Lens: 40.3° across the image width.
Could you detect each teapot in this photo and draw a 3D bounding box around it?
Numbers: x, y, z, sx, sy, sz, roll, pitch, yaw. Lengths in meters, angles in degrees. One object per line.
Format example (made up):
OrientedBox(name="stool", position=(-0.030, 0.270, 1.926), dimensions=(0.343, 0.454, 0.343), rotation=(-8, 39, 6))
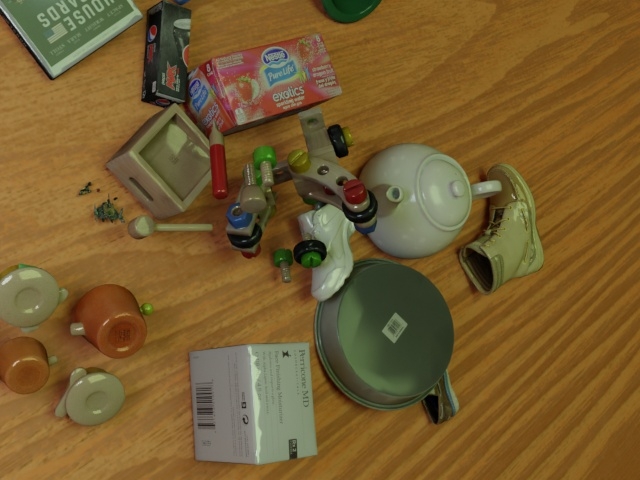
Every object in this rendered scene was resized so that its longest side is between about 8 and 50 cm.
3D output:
OrientedBox(name="teapot", position=(0.212, -0.086, 1.719), dimensions=(0.252, 0.187, 0.256), rotation=(45, 55, -24))

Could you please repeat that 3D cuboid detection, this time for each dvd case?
OrientedBox(name="dvd case", position=(-0.411, -0.392, 1.327), dimensions=(0.179, 0.030, 0.238), rotation=(-40, 108, -17))

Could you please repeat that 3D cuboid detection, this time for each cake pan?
OrientedBox(name="cake pan", position=(0.131, 0.170, 1.640), dimensions=(0.293, 0.054, 0.293), rotation=(7, 72, -24))

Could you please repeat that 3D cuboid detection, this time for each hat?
OrientedBox(name="hat", position=(0.028, -0.574, 1.775), dimensions=(0.173, 0.183, 0.208), rotation=(-12, 131, -34))

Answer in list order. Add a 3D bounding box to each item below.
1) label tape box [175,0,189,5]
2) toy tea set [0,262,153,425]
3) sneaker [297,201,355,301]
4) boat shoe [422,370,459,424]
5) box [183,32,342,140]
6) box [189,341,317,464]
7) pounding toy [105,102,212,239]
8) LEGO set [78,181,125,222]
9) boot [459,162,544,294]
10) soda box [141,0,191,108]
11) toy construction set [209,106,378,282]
OrientedBox(name="label tape box", position=(-0.233, -0.613, 1.490), dimensions=(0.241, 0.106, 0.333), rotation=(37, 65, -29))
OrientedBox(name="toy tea set", position=(-0.402, 0.122, 1.234), dimensions=(0.336, 0.124, 0.200), rotation=(31, 92, -35))
OrientedBox(name="sneaker", position=(0.000, 0.000, 1.600), dimensions=(0.115, 0.090, 0.232), rotation=(27, 55, -26))
OrientedBox(name="boat shoe", position=(0.216, 0.281, 1.724), dimensions=(0.066, 0.066, 0.183), rotation=(-37, 105, -37))
OrientedBox(name="box", position=(-0.105, -0.269, 1.530), dimensions=(0.257, 0.128, 0.122), rotation=(-24, 97, -40))
OrientedBox(name="box", position=(-0.109, 0.255, 1.380), dimensions=(0.119, 0.182, 0.180), rotation=(2, 80, -39))
OrientedBox(name="pounding toy", position=(-0.251, -0.077, 1.388), dimensions=(0.181, 0.094, 0.206), rotation=(49, 55, -21))
OrientedBox(name="LEGO set", position=(-0.340, -0.053, 1.361), dimensions=(0.054, 0.023, 0.083), rotation=(-35, 90, -41))
OrientedBox(name="boot", position=(0.382, -0.027, 1.914), dimensions=(0.203, 0.095, 0.261), rotation=(-21, 99, -40))
OrientedBox(name="soda box", position=(-0.257, -0.310, 1.459), dimensions=(0.060, 0.053, 0.168), rotation=(12, 74, -38))
OrientedBox(name="toy construction set", position=(-0.066, -0.120, 1.442), dimensions=(0.309, 0.258, 0.237), rotation=(31, 41, -48))
